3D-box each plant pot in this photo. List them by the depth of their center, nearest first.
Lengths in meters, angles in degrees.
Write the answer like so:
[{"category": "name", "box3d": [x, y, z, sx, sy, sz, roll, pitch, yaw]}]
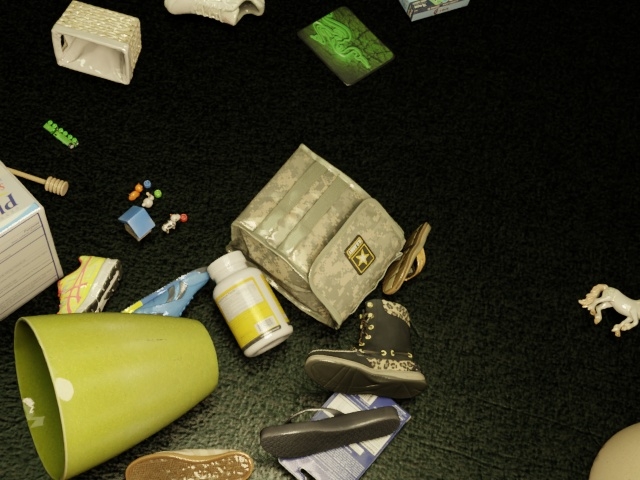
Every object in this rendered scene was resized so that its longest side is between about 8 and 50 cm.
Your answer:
[{"category": "plant pot", "box3d": [-0.333, 0.232, 1.505, 0.293, 0.275, 0.274, -12, 64, -30]}]

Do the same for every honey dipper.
[{"category": "honey dipper", "box3d": [-0.583, -0.126, 1.765, 0.161, 0.030, 0.030, 17, 62, 4]}]

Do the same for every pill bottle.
[{"category": "pill bottle", "box3d": [-0.136, 0.116, 1.647, 0.103, 0.103, 0.184, -26, 77, -19]}]

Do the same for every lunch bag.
[{"category": "lunch bag", "box3d": [0.000, 0.000, 1.705, 0.287, 0.169, 0.235, 37, 65, 5]}]

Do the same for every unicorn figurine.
[{"category": "unicorn figurine", "box3d": [0.611, 0.140, 1.774, 0.162, 0.060, 0.111, 41, 66, 13]}]

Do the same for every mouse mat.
[{"category": "mouse mat", "box3d": [0.059, -0.448, 2.030, 0.153, 0.007, 0.189, -35, 72, -22]}]

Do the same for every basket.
[{"category": "basket", "box3d": [-0.470, -0.423, 1.886, 0.167, 0.113, 0.103, 17, 58, 1]}]

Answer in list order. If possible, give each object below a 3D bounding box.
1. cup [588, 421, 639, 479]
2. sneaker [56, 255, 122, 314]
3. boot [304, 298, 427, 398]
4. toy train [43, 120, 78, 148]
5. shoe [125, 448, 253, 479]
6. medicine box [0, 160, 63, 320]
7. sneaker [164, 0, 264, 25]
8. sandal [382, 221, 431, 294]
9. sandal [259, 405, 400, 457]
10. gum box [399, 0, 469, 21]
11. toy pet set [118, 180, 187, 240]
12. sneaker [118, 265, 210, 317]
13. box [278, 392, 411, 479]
[{"category": "cup", "box3d": [0.666, 0.443, 1.528, 0.331, 0.237, 0.331, 3, 63, -7]}, {"category": "sneaker", "box3d": [-0.453, 0.113, 1.639, 0.094, 0.081, 0.208, 20, 55, 10]}, {"category": "boot", "box3d": [0.076, 0.191, 1.632, 0.236, 0.085, 0.178, 13, 46, -20]}, {"category": "toy train", "box3d": [-0.535, -0.217, 1.824, 0.083, 0.017, 0.023, 36, 74, 10]}, {"category": "shoe", "box3d": [-0.225, 0.400, 1.534, 0.219, 0.058, 0.076, -2, 83, -5]}, {"category": "medicine box", "box3d": [-0.610, 0.033, 1.530, 0.263, 0.289, 0.149, -39, 74, -23]}, {"category": "sneaker", "box3d": [-0.231, -0.534, 1.990, 0.232, 0.090, 0.115, -14, 69, -13]}, {"category": "sandal", "box3d": [0.184, 0.040, 1.771, 0.049, 0.072, 0.180, 40, 58, -11]}, {"category": "sandal", "box3d": [0.012, 0.325, 1.546, 0.254, 0.097, 0.054, -4, 51, -20]}, {"category": "gum box", "box3d": [0.249, -0.624, 2.126, 0.157, 0.041, 0.184, -20, 67, -17]}, {"category": "toy pet set", "box3d": [-0.341, -0.063, 1.744, 0.122, 0.065, 0.114, 40, 65, 13]}, {"category": "sneaker", "box3d": [-0.283, 0.123, 1.664, 0.209, 0.069, 0.082, -33, 91, -24]}, {"category": "box", "box3d": [0.042, 0.358, 1.597, 0.136, 0.036, 0.225, 39, 63, 13]}]
